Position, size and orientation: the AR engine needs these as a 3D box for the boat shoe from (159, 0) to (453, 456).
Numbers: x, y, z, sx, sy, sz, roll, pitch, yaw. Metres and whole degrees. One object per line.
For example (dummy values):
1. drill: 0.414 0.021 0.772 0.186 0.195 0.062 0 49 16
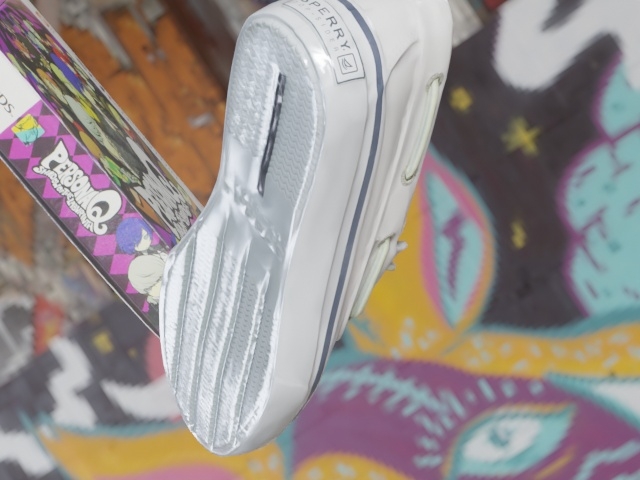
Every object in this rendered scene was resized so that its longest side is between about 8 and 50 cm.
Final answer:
1. boat shoe: 0.000 0.000 0.684 0.076 0.083 0.226 -19 -30 -30

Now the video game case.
1. video game case: -0.135 -0.048 1.090 0.042 0.210 0.232 -39 12 5
